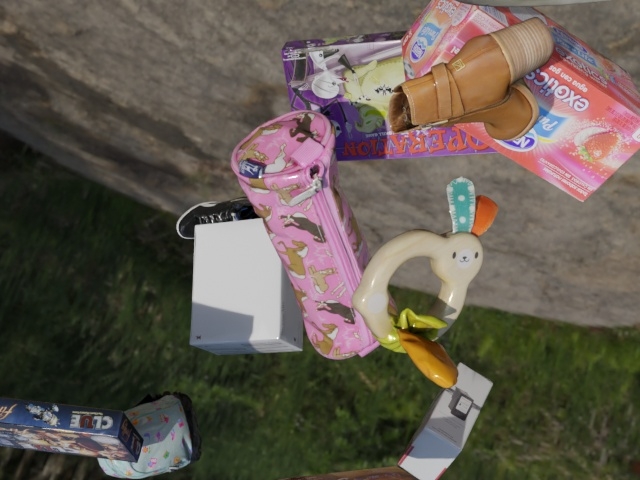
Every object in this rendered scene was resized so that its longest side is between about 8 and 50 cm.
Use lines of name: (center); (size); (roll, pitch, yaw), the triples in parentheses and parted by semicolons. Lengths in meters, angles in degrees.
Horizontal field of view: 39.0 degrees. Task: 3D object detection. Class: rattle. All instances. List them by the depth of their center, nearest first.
rattle: (0.138, 0.033, 0.906); (0.130, 0.199, 0.143); (52, 170, -11)

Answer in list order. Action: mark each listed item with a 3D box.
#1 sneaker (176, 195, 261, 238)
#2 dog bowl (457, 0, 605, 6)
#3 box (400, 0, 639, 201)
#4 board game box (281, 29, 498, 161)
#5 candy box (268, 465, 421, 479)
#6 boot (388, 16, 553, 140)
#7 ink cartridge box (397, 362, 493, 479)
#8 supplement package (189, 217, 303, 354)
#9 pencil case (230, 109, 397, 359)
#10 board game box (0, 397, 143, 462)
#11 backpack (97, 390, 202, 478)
sneaker: (-0.233, -0.058, 2.155); (0.216, 0.079, 0.121); (-20, -168, -15)
dog bowl: (0.293, -0.302, 0.723); (0.407, 0.150, 0.408); (-7, -175, 1)
box: (0.264, -0.203, 1.171); (0.300, 0.154, 0.142); (27, 125, -20)
board game box: (0.121, -0.235, 1.481); (0.346, 0.056, 0.208); (-3, 124, 14)
candy box: (0.032, 0.319, 1.097); (0.186, 0.053, 0.109); (1, -179, -21)
boot: (0.140, -0.136, 0.900); (0.073, 0.152, 0.197); (61, 172, 23)
ink cartridge box: (0.187, 0.271, 1.342); (0.063, 0.150, 0.109); (32, 133, 8)
supplement package: (-0.152, 0.100, 1.921); (0.204, 0.262, 0.145); (-5, 163, 19)
pencil case: (0.000, 0.000, 1.357); (0.160, 0.167, 0.386); (-6, 128, 20)
board game box: (-0.415, 0.297, 1.421); (0.243, 0.042, 0.165); (5, 154, 4)
backpack: (-0.304, 0.349, 1.600); (0.182, 0.152, 0.115); (-9, 170, -44)
